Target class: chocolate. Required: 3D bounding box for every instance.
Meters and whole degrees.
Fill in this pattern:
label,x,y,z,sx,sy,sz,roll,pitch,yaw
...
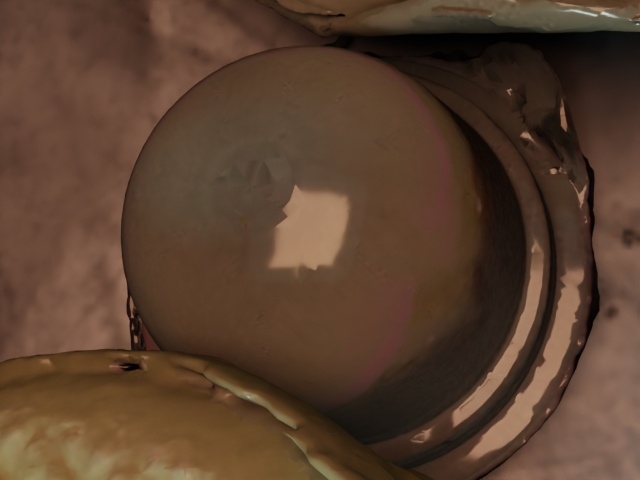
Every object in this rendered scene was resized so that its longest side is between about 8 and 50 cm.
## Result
label,x,y,z,sx,sy,sz,roll,pitch,yaw
chocolate,0.007,-0.002,0.531,0.221,0.147,0.221,-2,75,8

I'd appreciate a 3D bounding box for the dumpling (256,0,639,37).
label,x,y,z,sx,sy,sz,roll,pitch,yaw
dumpling,0.092,-0.187,0.534,0.341,0.181,0.260,15,76,-1

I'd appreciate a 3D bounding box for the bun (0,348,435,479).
label,x,y,z,sx,sy,sz,roll,pitch,yaw
bun,-0.060,0.220,0.435,0.364,0.202,0.364,-15,58,26
